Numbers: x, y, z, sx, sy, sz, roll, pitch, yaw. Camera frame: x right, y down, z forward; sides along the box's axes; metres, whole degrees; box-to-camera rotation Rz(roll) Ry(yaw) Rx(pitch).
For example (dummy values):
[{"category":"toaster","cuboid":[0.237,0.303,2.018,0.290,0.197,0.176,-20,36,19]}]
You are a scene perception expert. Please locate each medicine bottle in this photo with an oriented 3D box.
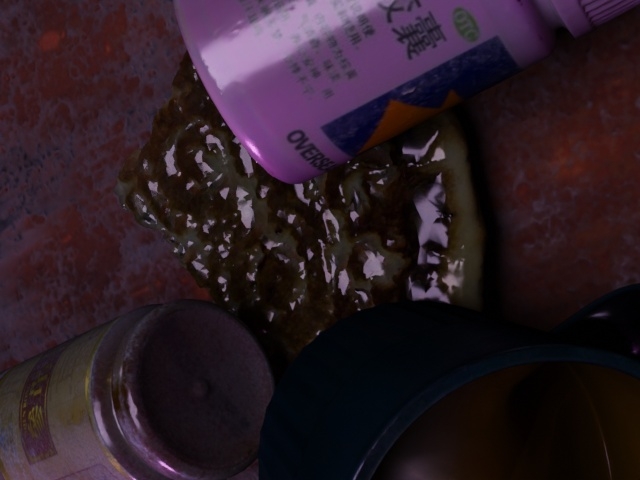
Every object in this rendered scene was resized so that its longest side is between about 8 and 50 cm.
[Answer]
[{"category":"medicine bottle","cuboid":[0.064,-0.174,0.992,0.291,0.178,0.178,-26,82,14]},{"category":"medicine bottle","cuboid":[-0.184,0.154,1.220,0.322,0.151,0.151,-24,83,47]}]

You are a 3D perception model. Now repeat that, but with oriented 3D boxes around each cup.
[{"category":"cup","cuboid":[0.107,0.137,0.933,0.242,0.292,0.308,28,87,-13]}]

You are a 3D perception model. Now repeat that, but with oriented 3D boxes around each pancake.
[{"category":"pancake","cuboid":[0.003,-0.004,1.166,0.305,0.067,0.427,-41,74,33]}]
